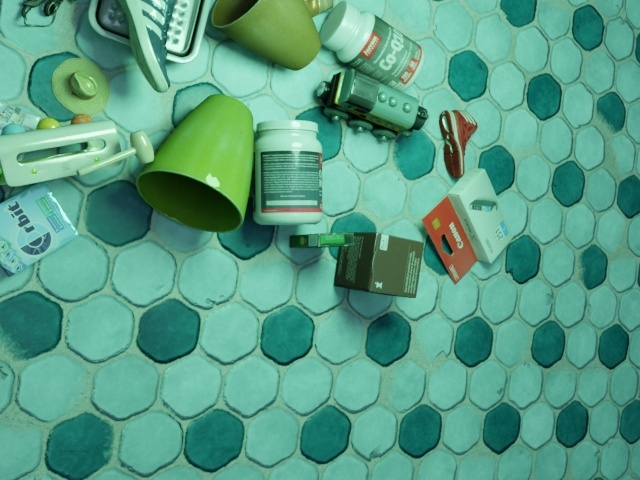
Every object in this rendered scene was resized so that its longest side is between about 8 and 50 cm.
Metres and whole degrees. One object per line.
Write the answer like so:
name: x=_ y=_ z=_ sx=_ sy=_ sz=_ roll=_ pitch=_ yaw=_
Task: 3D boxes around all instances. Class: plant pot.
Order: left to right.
plant pot: x=-0.278 y=-0.214 z=1.713 sx=0.274 sy=0.274 sz=0.294 roll=32 pitch=61 yaw=-25
plant pot: x=-0.118 y=-0.581 z=1.806 sx=0.254 sy=0.237 sz=0.237 roll=36 pitch=74 yaw=-39

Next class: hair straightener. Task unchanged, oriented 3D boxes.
hair straightener: x=-0.627 y=-0.596 z=1.615 sx=0.089 sy=0.047 sz=0.231 roll=37 pitch=75 yaw=-24

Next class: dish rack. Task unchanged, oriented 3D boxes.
dish rack: x=-0.422 y=-0.633 z=1.711 sx=0.285 sy=0.072 sz=0.333 roll=14 pitch=84 yaw=-29

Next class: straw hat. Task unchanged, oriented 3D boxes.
straw hat: x=-0.573 y=-0.378 z=1.642 sx=0.144 sy=0.061 sz=0.145 roll=-1 pitch=92 yaw=-28

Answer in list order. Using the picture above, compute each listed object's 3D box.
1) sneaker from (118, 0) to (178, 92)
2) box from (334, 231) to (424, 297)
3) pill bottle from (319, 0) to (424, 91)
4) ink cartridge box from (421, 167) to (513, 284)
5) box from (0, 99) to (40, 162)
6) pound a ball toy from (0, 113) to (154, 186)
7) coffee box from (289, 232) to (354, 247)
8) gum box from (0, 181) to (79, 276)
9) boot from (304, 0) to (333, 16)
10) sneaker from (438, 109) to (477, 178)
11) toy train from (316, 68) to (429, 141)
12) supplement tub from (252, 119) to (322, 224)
sneaker: x=-0.390 y=-0.537 z=1.619 sx=0.148 sy=0.131 sz=0.350 roll=-19 pitch=101 yaw=-21
box: x=0.166 y=0.070 z=1.969 sx=0.166 sy=0.203 sz=0.169 roll=11 pitch=87 yaw=-28
pill bottle: x=0.149 y=-0.562 z=1.968 sx=0.283 sy=0.161 sz=0.161 roll=25 pitch=80 yaw=-26
ink cartridge box: x=0.482 y=-0.039 z=2.182 sx=0.261 sy=0.066 sz=0.296 roll=-45 pitch=122 yaw=-20
box: x=-0.765 y=-0.257 z=1.555 sx=0.186 sy=0.038 sz=0.145 roll=23 pitch=80 yaw=-28
pound a ball toy: x=-0.571 y=-0.217 z=1.539 sx=0.319 sy=0.208 sz=0.136 roll=-19 pitch=107 yaw=-37
coffee box: x=0.000 y=0.000 z=1.889 sx=0.113 sy=0.184 sz=0.041 roll=-2 pitch=89 yaw=-27
gum box: x=-0.695 y=-0.029 z=1.596 sx=0.184 sy=0.041 sz=0.157 roll=-36 pitch=107 yaw=-24
boot: x=-0.059 y=-0.726 z=1.907 sx=0.152 sy=0.073 sz=0.197 roll=-23 pitch=96 yaw=-19
sneaker: x=0.466 y=-0.317 z=2.187 sx=0.128 sy=0.087 sz=0.222 roll=-12 pitch=98 yaw=-26
toy train: x=0.156 y=-0.389 z=1.959 sx=0.333 sy=0.190 sz=0.142 roll=17 pitch=84 yaw=-27
supplement tub: x=-0.089 y=-0.178 z=1.832 sx=0.191 sy=0.191 sz=0.273 roll=-1 pitch=92 yaw=-28
